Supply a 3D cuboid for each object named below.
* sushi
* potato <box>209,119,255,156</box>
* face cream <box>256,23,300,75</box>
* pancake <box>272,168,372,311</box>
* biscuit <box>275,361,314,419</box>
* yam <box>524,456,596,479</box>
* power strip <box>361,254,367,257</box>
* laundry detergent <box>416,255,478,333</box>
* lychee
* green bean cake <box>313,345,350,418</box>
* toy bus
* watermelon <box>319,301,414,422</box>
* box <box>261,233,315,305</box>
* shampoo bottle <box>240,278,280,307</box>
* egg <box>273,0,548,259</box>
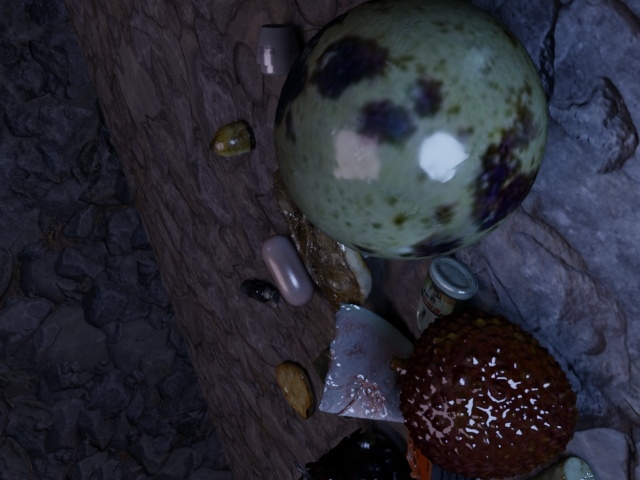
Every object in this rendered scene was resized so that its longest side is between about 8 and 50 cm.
[{"bbox_3d":[0.091,0.668,1.638,0.281,0.294,0.299,49,149,26],"label":"sushi"},{"bbox_3d":[-0.236,-0.267,1.626,0.096,0.103,0.066,47,152,28],"label":"potato"},{"bbox_3d":[-0.087,-0.387,1.268,0.091,0.091,0.095,32,131,46],"label":"face cream"},{"bbox_3d":[0.000,-0.001,1.432,0.387,0.082,0.387,56,164,25],"label":"pancake"},{"bbox_3d":[-0.080,0.491,2.079,0.203,0.041,0.260,55,151,24],"label":"biscuit"},{"bbox_3d":[0.398,0.498,1.188,0.083,0.083,0.371,50,150,26],"label":"yam"},{"bbox_3d":[0.108,-0.036,1.286,0.081,0.035,0.192,58,153,16],"label":"power strip"},{"bbox_3d":[0.227,0.132,1.181,0.099,0.070,0.225,39,146,26],"label":"laundry detergent"},{"bbox_3d":[0.259,0.251,1.022,0.304,0.275,0.275,20,135,21],"label":"lychee"},{"bbox_3d":[0.069,0.362,1.634,0.183,0.094,0.185,56,152,15],"label":"green bean cake"},{"bbox_3d":[0.260,0.427,1.308,0.153,0.143,0.329,48,151,49],"label":"toy bus"},{"bbox_3d":[0.090,0.300,1.391,0.231,0.193,0.310,-94,14,-63],"label":"watermelon"},{"bbox_3d":[-0.083,0.077,1.631,0.200,0.088,0.146,61,-176,1],"label":"box"},{"bbox_3d":[-0.185,0.164,1.956,0.208,0.057,0.063,8,120,59],"label":"shampoo bottle"},{"bbox_3d":[0.107,-0.147,0.856,0.344,0.345,0.428,69,168,-10],"label":"egg"}]
